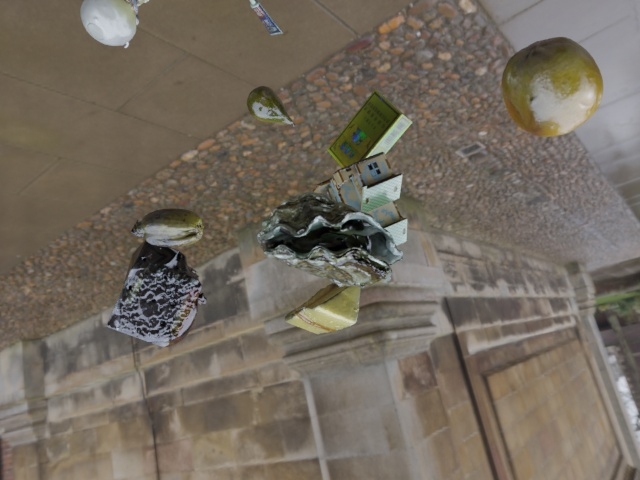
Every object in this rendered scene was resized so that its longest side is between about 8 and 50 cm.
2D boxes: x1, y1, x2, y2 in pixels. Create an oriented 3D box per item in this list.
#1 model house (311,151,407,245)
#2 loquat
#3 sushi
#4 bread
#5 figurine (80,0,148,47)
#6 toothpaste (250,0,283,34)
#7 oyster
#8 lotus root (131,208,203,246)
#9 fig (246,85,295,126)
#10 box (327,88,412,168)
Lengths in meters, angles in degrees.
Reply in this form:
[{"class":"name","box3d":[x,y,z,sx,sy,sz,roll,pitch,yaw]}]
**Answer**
[{"class":"model house","box3d":[0.096,-0.061,1.144,0.178,0.207,0.271,-24,179,-15]},{"class":"loquat","box3d":[0.666,-0.446,1.401,0.276,0.276,0.284,-21,134,26]},{"class":"sushi","box3d":[-0.408,0.150,1.257,0.212,0.227,0.215,23,163,-11]},{"class":"bread","box3d":[0.012,0.206,1.443,0.178,0.142,0.266,-15,170,-27]},{"class":"figurine","box3d":[-0.812,-0.944,1.935,0.274,0.394,0.227,2,145,27]},{"class":"toothpaste","box3d":[-0.137,-0.549,1.194,0.037,0.021,0.140,1,167,23]},{"class":"oyster","box3d":[0.000,0.000,0.744,0.267,0.112,0.198,8,162,40]},{"class":"lotus root","box3d":[-0.218,-0.018,0.695,0.099,0.054,0.049,-1,-155,-6]},{"class":"fig","box3d":[-0.192,-0.478,1.804,0.126,0.185,0.133,-30,180,-3]},{"class":"box","box3d":[0.132,-0.289,1.351,0.220,0.141,0.064,-49,142,18]}]
